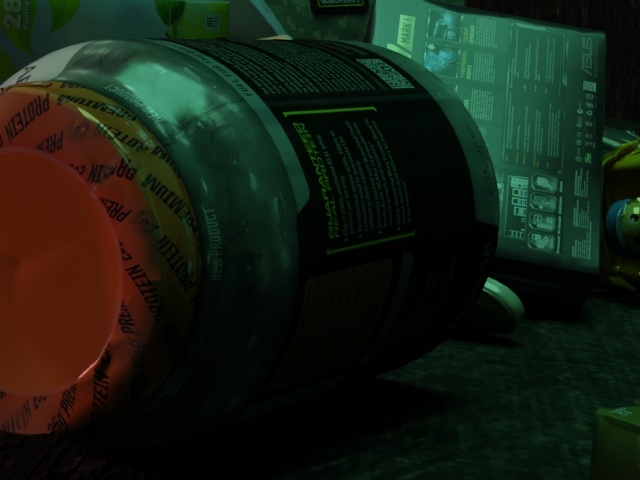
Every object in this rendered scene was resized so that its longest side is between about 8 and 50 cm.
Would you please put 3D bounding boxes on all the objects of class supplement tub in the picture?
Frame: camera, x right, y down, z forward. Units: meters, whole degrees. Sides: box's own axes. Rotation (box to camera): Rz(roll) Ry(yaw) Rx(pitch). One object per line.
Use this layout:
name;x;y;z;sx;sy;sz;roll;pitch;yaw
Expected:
supplement tub;-0.054;-0.005;0.889;0.193;0.194;0.316;9;9;28

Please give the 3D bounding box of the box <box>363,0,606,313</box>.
box;0.114;-0.068;1.314;0.183;0.233;0.059;10;-36;-4

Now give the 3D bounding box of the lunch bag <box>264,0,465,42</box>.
lunch bag;-0.019;-0.160;1.466;0.235;0.287;0.169;-8;30;-28

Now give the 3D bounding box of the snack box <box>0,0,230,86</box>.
snack box;-0.147;-0.046;1.066;0.174;0.207;0.070;-2;10;-42

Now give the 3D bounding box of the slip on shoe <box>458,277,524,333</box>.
slip on shoe;0.067;0.041;1.170;0.135;0.051;0.041;17;53;26

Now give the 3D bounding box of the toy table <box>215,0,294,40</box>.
toy table;-0.115;-0.093;1.266;0.274;0.252;0.161;33;27;-23

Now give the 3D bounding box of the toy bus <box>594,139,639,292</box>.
toy bus;0.262;-0.021;1.380;0.211;0.149;0.220;-7;7;20

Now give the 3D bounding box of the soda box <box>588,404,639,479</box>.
soda box;0.196;0.099;0.759;0.181;0.061;0.058;-3;12;-38

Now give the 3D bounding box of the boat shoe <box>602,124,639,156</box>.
boat shoe;0.249;-0.073;1.727;0.095;0.112;0.335;-26;21;-30
